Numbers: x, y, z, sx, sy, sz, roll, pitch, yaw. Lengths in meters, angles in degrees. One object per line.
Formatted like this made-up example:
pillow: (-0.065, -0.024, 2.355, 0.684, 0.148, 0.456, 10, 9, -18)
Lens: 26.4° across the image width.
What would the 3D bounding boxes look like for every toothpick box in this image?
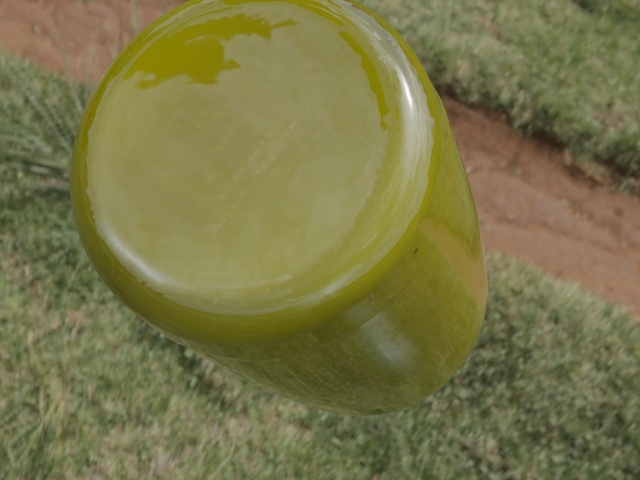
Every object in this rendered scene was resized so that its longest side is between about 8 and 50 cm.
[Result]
toothpick box: (0.000, 0.000, 0.716, 0.175, 0.271, 0.175, -5, 70, 15)
